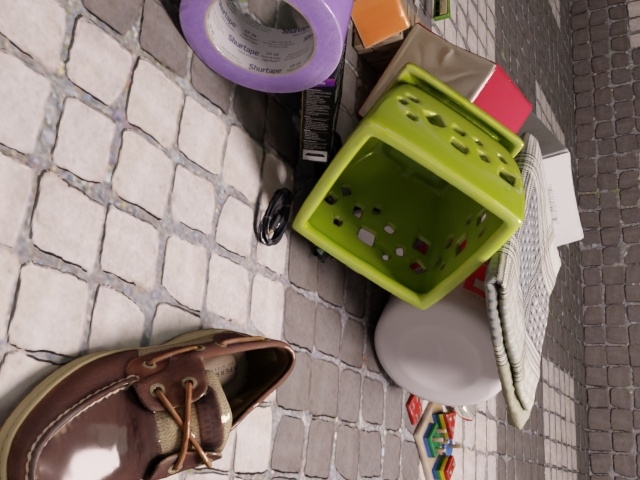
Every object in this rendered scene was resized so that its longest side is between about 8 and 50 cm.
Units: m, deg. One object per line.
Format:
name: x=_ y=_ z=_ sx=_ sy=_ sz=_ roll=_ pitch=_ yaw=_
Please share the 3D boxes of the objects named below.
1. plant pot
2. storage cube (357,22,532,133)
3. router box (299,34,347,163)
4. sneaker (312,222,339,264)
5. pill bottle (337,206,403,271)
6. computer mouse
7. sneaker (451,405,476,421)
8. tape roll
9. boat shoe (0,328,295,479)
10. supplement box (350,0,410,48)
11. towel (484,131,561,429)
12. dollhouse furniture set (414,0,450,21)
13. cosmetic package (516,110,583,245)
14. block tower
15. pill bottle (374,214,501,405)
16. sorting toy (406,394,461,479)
plant pot: x=0.128 y=-0.082 z=0.955 sx=0.227 sy=0.228 sz=0.207 roll=32 pitch=46 yaw=-6
storage cube: x=0.216 y=-0.223 z=1.235 sx=0.215 sy=0.183 sz=0.193 roll=-55 pitch=147 yaw=9
router box: x=0.006 y=-0.214 z=0.993 sx=0.179 sy=0.046 sz=0.133 roll=-80 pitch=176 yaw=-47
sneaker: x=0.000 y=0.000 z=1.032 sx=0.098 sy=0.038 sz=0.069 roll=32 pitch=56 yaw=-54
pill bottle: x=0.111 y=-0.043 z=1.157 sx=0.208 sy=0.119 sz=0.119 roll=-53 pitch=130 yaw=-50
computer mouse: x=-0.032 y=-0.079 z=1.001 sx=0.242 sy=0.041 sz=0.071 roll=-55 pitch=143 yaw=-42
sneaker: x=0.308 y=0.258 z=1.479 sx=0.088 sy=0.092 sz=0.225 roll=25 pitch=64 yaw=-57
tape roll: x=-0.060 y=-0.263 z=0.821 sx=0.189 sy=0.188 sz=0.080 roll=48 pitch=44 yaw=-46
boat shoe: x=-0.137 y=0.156 z=0.669 sx=0.342 sy=0.123 sz=0.123 roll=-12 pitch=95 yaw=-61
supplement box: x=0.072 y=-0.379 z=1.107 sx=0.080 sy=0.078 sz=0.233 roll=60 pitch=11 yaw=-29
towel: x=0.304 y=0.061 z=1.044 sx=0.312 sy=0.056 sz=0.324 roll=-65 pitch=147 yaw=-42
dollhouse furniture set: x=0.227 y=-0.529 z=1.502 sx=0.151 sy=0.076 sz=0.059 roll=32 pitch=57 yaw=-56
cosmetic package: x=0.428 y=-0.156 z=1.574 sx=0.385 sy=0.156 sz=0.217 roll=-92 pitch=163 yaw=-60
block tower: x=0.169 y=-0.340 z=1.348 sx=0.335 sy=0.097 sz=0.091 roll=29 pitch=59 yaw=-58
pill bottle: x=0.261 y=0.079 z=1.288 sx=0.408 sy=0.229 sz=0.229 roll=-56 pitch=132 yaw=-49
sorting toy: x=0.231 y=0.377 z=1.366 sx=0.132 sy=0.046 sz=0.275 roll=-44 pitch=122 yaw=-55
